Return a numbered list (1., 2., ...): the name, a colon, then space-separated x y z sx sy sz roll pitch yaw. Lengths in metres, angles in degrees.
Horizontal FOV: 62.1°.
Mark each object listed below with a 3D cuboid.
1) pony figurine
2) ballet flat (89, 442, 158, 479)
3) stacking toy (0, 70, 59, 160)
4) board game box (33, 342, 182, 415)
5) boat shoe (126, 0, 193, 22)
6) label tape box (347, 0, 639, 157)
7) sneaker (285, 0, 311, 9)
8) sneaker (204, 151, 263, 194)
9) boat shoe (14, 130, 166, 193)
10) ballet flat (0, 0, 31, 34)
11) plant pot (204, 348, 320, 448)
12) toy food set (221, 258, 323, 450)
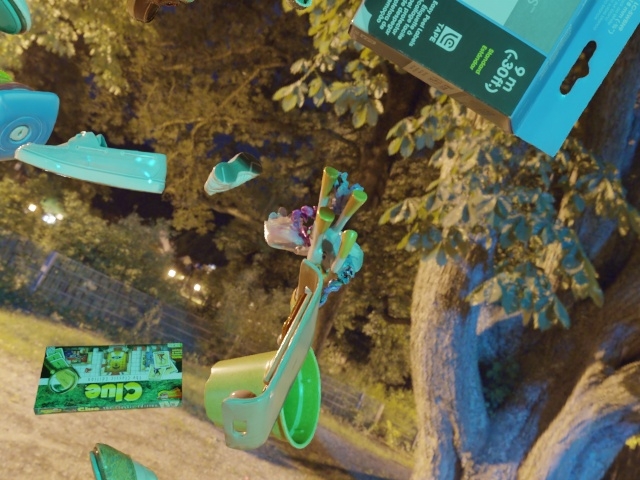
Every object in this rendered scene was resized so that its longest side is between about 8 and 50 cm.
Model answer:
1. pony figurine: 0.000 0.000 1.397 0.302 0.351 0.364 16 -52 -7
2. ballet flat: -0.355 0.497 0.999 0.123 0.349 0.123 3 27 -2
3. stacking toy: -0.711 -0.316 1.095 0.302 0.175 0.165 44 26 9
4. board game box: -0.401 0.265 1.033 0.259 0.136 0.030 1 -44 -17
5. boat shoe: -0.353 -0.600 1.244 0.123 0.123 0.342 38 -33 -19
6. label tape box: 0.236 -0.284 0.654 0.333 0.241 0.106 28 11 -6
7. sneaker: -0.050 -0.622 1.206 0.086 0.064 0.192 -130 -154 -48
8. sneaker: -0.169 -0.129 1.024 0.061 0.152 0.054 -36 -92 35
9. boat shoe: -0.292 -0.107 0.687 0.184 0.063 0.066 11 -1 -4
10. ballet flat: -0.693 -0.546 0.968 0.400 0.139 0.139 33 -13 -17
11. plant pot: -0.164 0.417 1.449 0.253 0.276 0.276 -7 -23 19
12. toy food set: -0.087 0.206 0.965 0.092 0.306 0.220 20 -39 9
